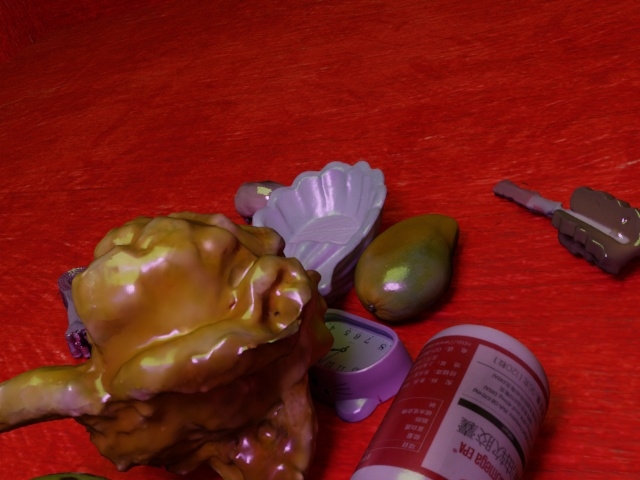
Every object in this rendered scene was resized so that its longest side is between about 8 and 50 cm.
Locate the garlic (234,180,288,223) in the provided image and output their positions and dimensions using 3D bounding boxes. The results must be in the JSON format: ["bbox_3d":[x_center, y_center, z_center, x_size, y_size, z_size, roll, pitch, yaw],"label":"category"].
[{"bbox_3d":[-0.087,-0.070,1.336,0.084,0.066,0.152,-40,32,-30],"label":"garlic"}]

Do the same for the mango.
[{"bbox_3d":[0.108,0.033,1.034,0.122,0.086,0.191,-17,20,25],"label":"mango"}]

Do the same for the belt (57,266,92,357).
[{"bbox_3d":[-0.359,0.110,1.252,0.071,0.053,0.232,-22,29,-14],"label":"belt"}]

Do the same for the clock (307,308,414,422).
[{"bbox_3d":[0.024,0.139,0.946,0.110,0.050,0.152,-41,35,-28],"label":"clock"}]

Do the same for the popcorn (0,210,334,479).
[{"bbox_3d":[-0.149,0.117,0.863,0.321,0.326,0.290,14,51,-2],"label":"popcorn"}]

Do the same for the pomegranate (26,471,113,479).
[{"bbox_3d":[-0.183,0.301,0.709,0.285,0.231,0.231,-7,18,-35],"label":"pomegranate"}]

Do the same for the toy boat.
[{"bbox_3d":[0.000,0.000,1.135,0.199,0.100,0.290,-9,32,24],"label":"toy boat"}]

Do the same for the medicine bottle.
[{"bbox_3d":[0.107,0.196,0.719,0.131,0.131,0.250,0,37,35],"label":"medicine bottle"}]

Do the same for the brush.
[{"bbox_3d":[0.299,-0.037,1.031,0.084,0.071,0.301,-31,25,-7],"label":"brush"}]
